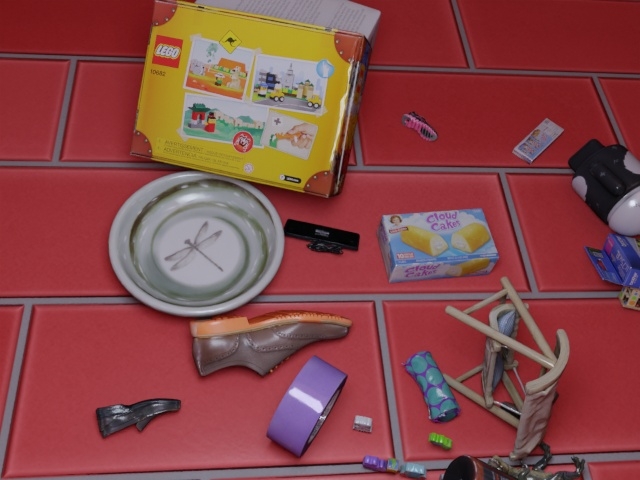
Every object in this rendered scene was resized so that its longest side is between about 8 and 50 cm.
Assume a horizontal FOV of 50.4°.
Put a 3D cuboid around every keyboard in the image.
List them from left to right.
[{"bbox_3d":[0.000,0.000,1.697,0.192,0.038,0.100,12,32,2],"label":"keyboard"}]

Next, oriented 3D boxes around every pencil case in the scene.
[{"bbox_3d":[0.242,0.320,1.485,0.070,0.064,0.152,-28,60,5],"label":"pencil case"}]

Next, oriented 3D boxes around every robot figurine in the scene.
[{"bbox_3d":[0.784,-0.142,1.793,0.209,0.174,0.278,-17,55,-20],"label":"robot figurine"}]

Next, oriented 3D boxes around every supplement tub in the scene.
[{"bbox_3d":[0.341,0.501,1.325,0.198,0.106,0.106,30,54,-18],"label":"supplement tub"}]

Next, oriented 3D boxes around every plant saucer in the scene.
[{"bbox_3d":[-0.285,0.017,1.599,0.400,0.100,0.400,3,56,-4],"label":"plant saucer"}]

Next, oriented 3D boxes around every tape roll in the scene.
[{"bbox_3d":[-0.025,0.332,1.368,0.080,0.189,0.189,28,57,11],"label":"tape roll"}]

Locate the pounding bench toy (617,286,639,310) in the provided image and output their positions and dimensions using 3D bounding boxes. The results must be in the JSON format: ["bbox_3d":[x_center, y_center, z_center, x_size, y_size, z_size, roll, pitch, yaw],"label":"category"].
[{"bbox_3d":[0.773,0.127,1.688,0.052,0.065,0.083,12,28,2],"label":"pounding bench toy"}]

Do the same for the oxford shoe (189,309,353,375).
[{"bbox_3d":[-0.102,0.224,1.496,0.363,0.130,0.133,-3,88,-16],"label":"oxford shoe"}]

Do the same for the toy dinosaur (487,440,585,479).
[{"bbox_3d":[0.478,0.489,1.406,0.268,0.064,0.118,25,71,9],"label":"toy dinosaur"}]

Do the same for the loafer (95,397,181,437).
[{"bbox_3d":[-0.369,0.359,1.392,0.170,0.062,0.061,-8,80,-8],"label":"loafer"}]

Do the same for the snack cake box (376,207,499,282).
[{"bbox_3d":[0.286,0.011,1.684,0.264,0.089,0.152,-5,58,-11],"label":"snack cake box"}]

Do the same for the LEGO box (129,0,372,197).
[{"bbox_3d":[-0.165,-0.336,1.630,0.500,0.193,0.373,13,98,8],"label":"LEGO box"}]

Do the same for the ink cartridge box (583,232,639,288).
[{"bbox_3d":[0.836,0.064,1.694,0.311,0.065,0.186,9,28,1],"label":"ink cartridge box"}]

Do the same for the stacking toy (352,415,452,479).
[{"bbox_3d":[0.151,0.461,1.377,0.221,0.052,0.167,11,57,7],"label":"stacking toy"}]

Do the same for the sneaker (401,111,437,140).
[{"bbox_3d":[0.292,-0.331,1.945,0.119,0.047,0.057,40,49,17],"label":"sneaker"}]

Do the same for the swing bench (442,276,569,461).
[{"bbox_3d":[0.389,0.263,1.395,0.165,0.253,0.255,-24,47,-20],"label":"swing bench"}]

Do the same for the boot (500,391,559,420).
[{"bbox_3d":[0.466,0.352,1.512,0.106,0.037,0.114,29,54,14],"label":"boot"}]

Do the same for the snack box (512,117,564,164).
[{"bbox_3d":[0.631,-0.288,1.969,0.064,0.022,0.178,40,60,18],"label":"snack box"}]

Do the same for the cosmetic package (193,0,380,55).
[{"bbox_3d":[-0.093,-0.556,1.824,0.453,0.161,0.230,21,57,7],"label":"cosmetic package"}]

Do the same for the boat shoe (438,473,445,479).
[{"bbox_3d":[0.259,0.536,1.353,0.040,0.049,0.142,8,54,-3],"label":"boat shoe"}]
